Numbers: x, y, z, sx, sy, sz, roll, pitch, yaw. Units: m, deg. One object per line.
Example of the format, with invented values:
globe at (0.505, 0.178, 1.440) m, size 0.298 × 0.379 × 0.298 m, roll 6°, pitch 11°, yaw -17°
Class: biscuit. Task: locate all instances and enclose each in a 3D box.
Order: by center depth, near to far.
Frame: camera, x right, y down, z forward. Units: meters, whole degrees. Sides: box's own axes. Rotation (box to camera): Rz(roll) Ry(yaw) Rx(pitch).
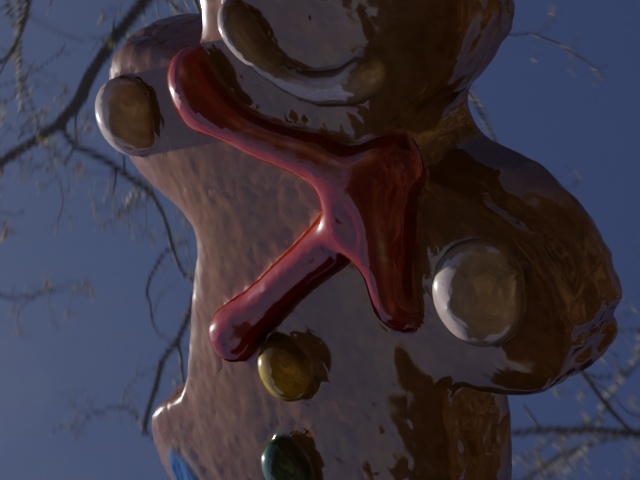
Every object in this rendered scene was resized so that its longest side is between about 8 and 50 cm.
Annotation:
biscuit at (-0.001, 0.001, 0.541) m, size 0.049 × 0.205 × 0.324 m, roll -26°, pitch -45°, yaw -38°
